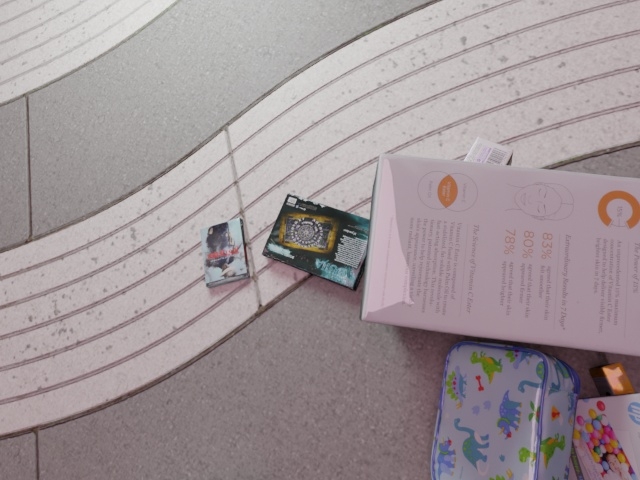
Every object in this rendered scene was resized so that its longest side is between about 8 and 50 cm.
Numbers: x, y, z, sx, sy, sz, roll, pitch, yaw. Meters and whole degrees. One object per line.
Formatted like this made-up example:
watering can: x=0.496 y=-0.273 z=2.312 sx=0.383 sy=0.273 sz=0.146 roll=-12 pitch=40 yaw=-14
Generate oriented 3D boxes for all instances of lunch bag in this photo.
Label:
lunch bag: x=0.238 y=0.248 z=0.661 sx=0.176 sy=0.090 sz=0.218 roll=-9 pitch=65 yaw=54

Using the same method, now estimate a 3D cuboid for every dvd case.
dvd case: x=-0.182 y=0.023 z=0.932 sx=0.087 sy=0.013 sz=0.119 roll=-15 pitch=71 yaw=13

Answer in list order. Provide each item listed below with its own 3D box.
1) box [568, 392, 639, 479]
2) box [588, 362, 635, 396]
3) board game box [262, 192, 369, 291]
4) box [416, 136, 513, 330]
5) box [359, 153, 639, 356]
box: x=0.358 y=0.266 z=0.606 sx=0.038 sy=0.186 sz=0.145 roll=-2 pitch=70 yaw=-21
box: x=0.405 y=0.232 z=0.650 sx=0.028 sy=0.081 sz=0.136 roll=-22 pitch=69 yaw=10
board game box: x=0.000 y=0.000 z=0.875 sx=0.186 sy=0.026 sz=0.126 roll=20 pitch=81 yaw=21
box: x=0.205 y=-0.012 z=0.794 sx=0.067 sy=0.063 sz=0.323 roll=28 pitch=84 yaw=22
box: x=0.235 y=0.024 z=0.665 sx=0.346 sy=0.168 sz=0.214 roll=7 pitch=82 yaw=4
